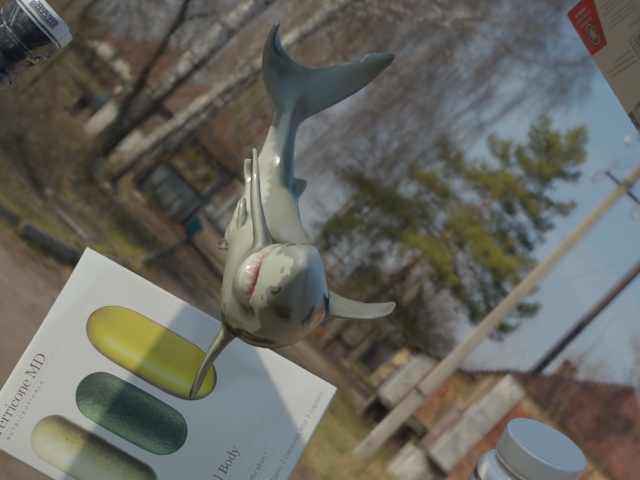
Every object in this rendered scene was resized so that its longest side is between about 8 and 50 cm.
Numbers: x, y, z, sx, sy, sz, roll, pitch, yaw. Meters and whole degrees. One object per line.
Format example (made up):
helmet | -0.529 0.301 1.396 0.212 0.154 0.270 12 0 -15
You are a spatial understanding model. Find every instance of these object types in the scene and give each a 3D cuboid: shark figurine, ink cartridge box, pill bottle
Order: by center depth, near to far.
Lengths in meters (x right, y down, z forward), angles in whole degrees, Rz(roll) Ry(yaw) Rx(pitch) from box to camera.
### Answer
shark figurine | -0.004 -0.001 0.716 0.116 0.166 0.278 16 36 -9
ink cartridge box | 0.233 -0.108 0.739 0.150 0.063 0.109 58 -8 1
pill bottle | 0.143 0.210 0.901 0.078 0.137 0.078 22 20 -8

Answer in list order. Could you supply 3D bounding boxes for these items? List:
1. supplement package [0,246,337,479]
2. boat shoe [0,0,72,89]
supplement package | -0.153 0.164 1.134 0.262 0.199 0.198 30 -9 -2
boat shoe | -0.275 -0.182 1.057 0.065 0.083 0.183 50 -4 -13
